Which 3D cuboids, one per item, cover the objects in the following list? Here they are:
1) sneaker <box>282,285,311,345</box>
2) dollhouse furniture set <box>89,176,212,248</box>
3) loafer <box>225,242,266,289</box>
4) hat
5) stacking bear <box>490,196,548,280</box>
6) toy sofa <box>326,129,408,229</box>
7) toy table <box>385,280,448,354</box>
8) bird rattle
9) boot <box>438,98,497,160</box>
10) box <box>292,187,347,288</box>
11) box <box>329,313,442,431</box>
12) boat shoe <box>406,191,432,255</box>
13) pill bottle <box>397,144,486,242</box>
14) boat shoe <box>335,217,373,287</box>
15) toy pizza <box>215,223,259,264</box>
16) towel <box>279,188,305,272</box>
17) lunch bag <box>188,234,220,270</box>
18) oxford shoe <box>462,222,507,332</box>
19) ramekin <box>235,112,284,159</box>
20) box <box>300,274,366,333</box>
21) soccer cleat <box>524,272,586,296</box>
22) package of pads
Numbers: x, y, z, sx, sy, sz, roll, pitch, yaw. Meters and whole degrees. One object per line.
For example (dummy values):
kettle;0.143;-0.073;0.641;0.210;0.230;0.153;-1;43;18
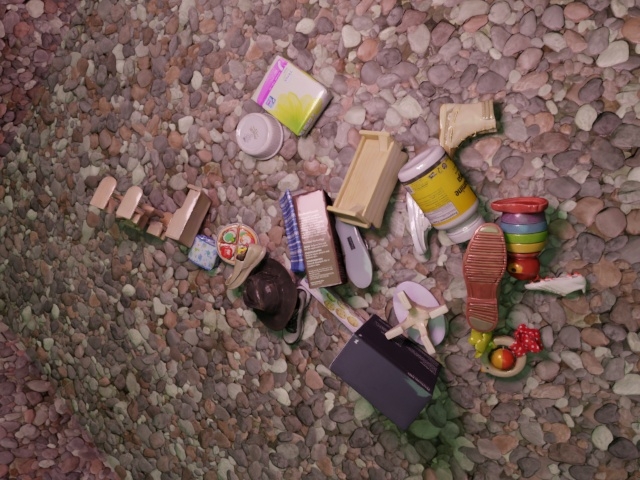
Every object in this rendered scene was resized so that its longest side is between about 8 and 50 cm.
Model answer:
sneaker;-0.122;0.335;1.859;0.100;0.108;0.271;15;101;17
dollhouse furniture set;-0.751;-0.162;1.953;0.394;0.362;0.256;20;77;8
loafer;-0.353;0.109;1.904;0.092;0.102;0.268;36;104;-21
hat;-0.252;0.234;1.835;0.331;0.134;0.331;-5;83;44
stacking bear;0.711;0.001;1.485;0.175;0.164;0.289;7;109;45
toy sofa;0.188;-0.232;1.649;0.150;0.177;0.362;18;83;41
toy table;0.373;0.296;1.629;0.252;0.161;0.274;-42;80;16
bird rattle;0.684;0.406;1.565;0.254;0.143;0.206;0;105;9
boot;0.544;-0.383;1.560;0.204;0.095;0.261;0;91;20
box;0.000;0.000;1.711;0.143;0.191;0.381;-10;82;10
box;0.256;0.481;1.609;0.343;0.312;0.179;37;105;16
boat shoe;0.394;-0.072;1.635;0.084;0.095;0.258;-10;91;26
pill bottle;0.446;-0.160;1.526;0.188;0.188;0.334;-35;102;20
boat shoe;0.149;0.044;1.735;0.113;0.105;0.306;-28;77;25
toy pizza;-0.381;0.021;1.935;0.201;0.032;0.201;-1;105;-3
towel;-0.123;-0.030;1.776;0.040;0.243;0.335;-11;88;-12
lunch bag;-0.551;0.054;2.014;0.151;0.096;0.128;22;101;8
oxford shoe;0.588;0.122;1.522;0.141;0.146;0.396;9;107;23
ramekin;-0.274;-0.464;1.864;0.207;0.109;0.207;2;95;21
box;0.054;0.262;1.807;0.324;0.063;0.067;42;105;14
soccer cleat;0.832;0.164;1.496;0.196;0.068;0.076;-10;93;19
package of pads;-0.119;-0.616;1.799;0.296;0.101;0.229;41;108;13
